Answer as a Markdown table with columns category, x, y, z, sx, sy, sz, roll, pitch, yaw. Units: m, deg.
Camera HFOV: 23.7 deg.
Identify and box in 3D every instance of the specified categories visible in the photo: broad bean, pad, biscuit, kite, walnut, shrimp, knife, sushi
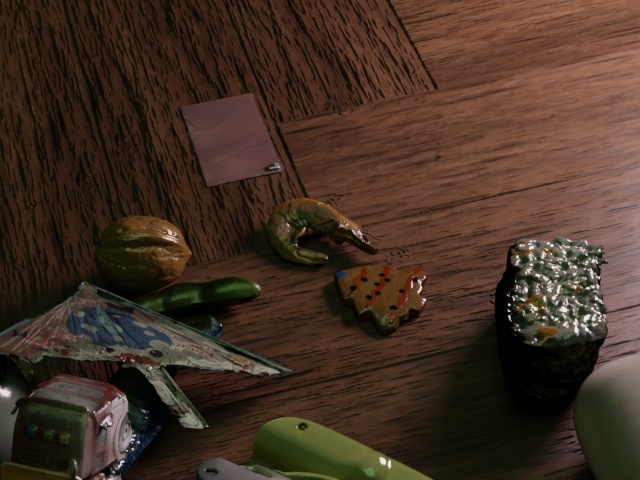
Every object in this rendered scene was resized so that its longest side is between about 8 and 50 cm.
| category | x | y | z | sx | sy | sz | roll | pitch | yaw |
| --- | --- | --- | --- | --- | --- | --- | --- | --- | --- |
| broad bean | -0.187 | 0.083 | 1.950 | 0.227 | 0.039 | 0.069 | -17 | 24 | -12 |
| pad | -0.131 | -0.150 | 2.212 | 0.113 | 0.006 | 0.187 | -13 | 45 | -9 |
| biscuit | 0.074 | 0.066 | 1.969 | 0.130 | 0.019 | 0.119 | 17 | 48 | 20 |
| kite | -0.219 | 0.130 | 1.779 | 0.406 | 0.014 | 0.368 | 7 | 20 | -32 |
| walnut | -0.230 | 0.018 | 1.981 | 0.124 | 0.105 | 0.105 | 4 | 44 | -4 |
| shrimp | -0.001 | -0.005 | 2.028 | 0.162 | 0.045 | 0.095 | 25 | 51 | 24 |
| knife | -0.010 | 0.283 | 1.564 | 0.266 | 0.040 | 0.073 | 18 | 35 | 22 |
| sushi | 0.278 | 0.096 | 1.853 | 0.136 | 0.126 | 0.225 | 4 | 43 | 8 |

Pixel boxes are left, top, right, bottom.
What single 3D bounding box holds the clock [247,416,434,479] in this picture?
| category | x | y | z | sx | sy | sz | roll | pitch | yaw |
| --- | --- | --- | --- | --- | --- | --- | --- | --- | --- |
| clock | -0.026 | 0.362 | 1.594 | 0.286 | 0.117 | 0.348 | 23 | 47 | 26 |

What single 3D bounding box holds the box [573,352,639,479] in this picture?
| category | x | y | z | sx | sy | sz | roll | pitch | yaw |
| --- | --- | --- | --- | --- | --- | --- | --- | --- | --- |
| box | 0.475 | 0.230 | 1.691 | 0.349 | 0.141 | 0.288 | -11 | 46 | -8 |

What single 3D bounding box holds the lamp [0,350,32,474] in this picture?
| category | x | y | z | sx | sy | sz | roll | pitch | yaw |
| --- | --- | --- | --- | --- | --- | --- | --- | --- | --- |
| lamp | -0.423 | 0.228 | 1.709 | 0.198 | 0.197 | 0.243 | 13 | 73 | 16 |

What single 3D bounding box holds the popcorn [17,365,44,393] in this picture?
| category | x | y | z | sx | sy | sz | roll | pitch | yaw |
| --- | --- | --- | --- | --- | --- | --- | --- | --- | --- |
| popcorn | -0.356 | 0.186 | 1.828 | 0.057 | 0.083 | 0.082 | -33 | 73 | -33 |

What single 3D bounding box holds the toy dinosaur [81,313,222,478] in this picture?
| category | x | y | z | sx | sy | sz | roll | pitch | yaw |
| --- | --- | --- | --- | --- | --- | --- | --- | --- | --- |
| toy dinosaur | -0.231 | 0.193 | 1.816 | 0.147 | 0.076 | 0.363 | 16 | 40 | 3 |

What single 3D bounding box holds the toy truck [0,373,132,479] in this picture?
| category | x | y | z | sx | sy | sz | roll | pitch | yaw |
| --- | --- | --- | --- | --- | --- | --- | --- | --- | --- |
| toy truck | -0.275 | 0.285 | 1.606 | 0.114 | 0.270 | 0.135 | 10 | 14 | 13 |
